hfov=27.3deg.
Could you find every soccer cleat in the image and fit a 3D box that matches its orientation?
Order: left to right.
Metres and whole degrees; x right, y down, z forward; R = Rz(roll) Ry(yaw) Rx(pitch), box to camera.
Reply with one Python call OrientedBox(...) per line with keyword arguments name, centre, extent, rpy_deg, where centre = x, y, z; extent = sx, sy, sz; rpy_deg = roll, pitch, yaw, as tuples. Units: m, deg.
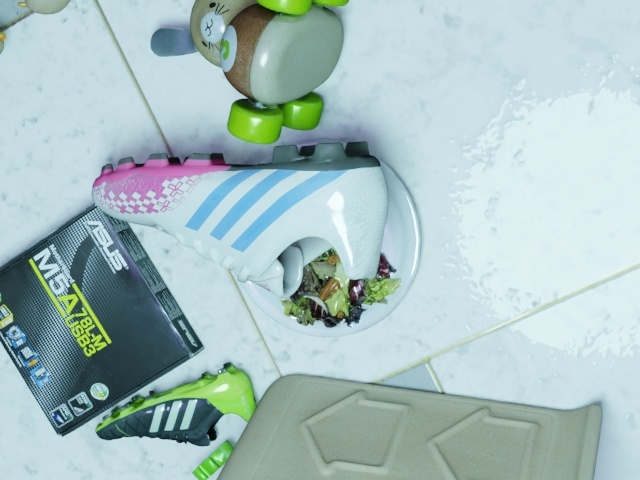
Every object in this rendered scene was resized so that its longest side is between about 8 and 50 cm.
OrientedBox(name="soccer cleat", centre=(-0.150, 0.186, 1.366), extent=(0.178, 0.060, 0.072), rpy_deg=(-20, 94, 14))
OrientedBox(name="soccer cleat", centre=(-0.087, -0.015, 1.255), extent=(0.331, 0.116, 0.143), rpy_deg=(-2, 92, 33))

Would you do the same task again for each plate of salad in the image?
OrientedBox(name="plate of salad", centre=(0.000, 0.000, 1.302), extent=(0.199, 0.048, 0.200), rpy_deg=(2, 99, 14))

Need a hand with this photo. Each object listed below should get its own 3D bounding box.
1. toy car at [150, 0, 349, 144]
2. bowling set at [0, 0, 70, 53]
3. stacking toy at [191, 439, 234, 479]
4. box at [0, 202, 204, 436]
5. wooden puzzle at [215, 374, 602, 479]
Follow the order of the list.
OrientedBox(name="toy car", centre=(-0.085, -0.202, 1.256), extent=(0.188, 0.149, 0.155), rpy_deg=(24, 114, 22))
OrientedBox(name="bowling set", centre=(-0.383, -0.278, 1.336), extent=(0.287, 0.154, 0.200), rpy_deg=(-18, 59, 19))
OrientedBox(name="stacking toy", centre=(-0.110, 0.336, 1.384), extent=(0.167, 0.052, 0.221), rpy_deg=(44, 105, 4))
OrientedBox(name="box", centre=(-0.247, 0.082, 1.384), extent=(0.184, 0.045, 0.191), rpy_deg=(-31, 90, 20))
OrientedBox(name="wooden puzzle", centre=(0.068, 0.246, 1.190), extent=(0.347, 0.322, 0.081), rpy_deg=(2, 117, 16))
